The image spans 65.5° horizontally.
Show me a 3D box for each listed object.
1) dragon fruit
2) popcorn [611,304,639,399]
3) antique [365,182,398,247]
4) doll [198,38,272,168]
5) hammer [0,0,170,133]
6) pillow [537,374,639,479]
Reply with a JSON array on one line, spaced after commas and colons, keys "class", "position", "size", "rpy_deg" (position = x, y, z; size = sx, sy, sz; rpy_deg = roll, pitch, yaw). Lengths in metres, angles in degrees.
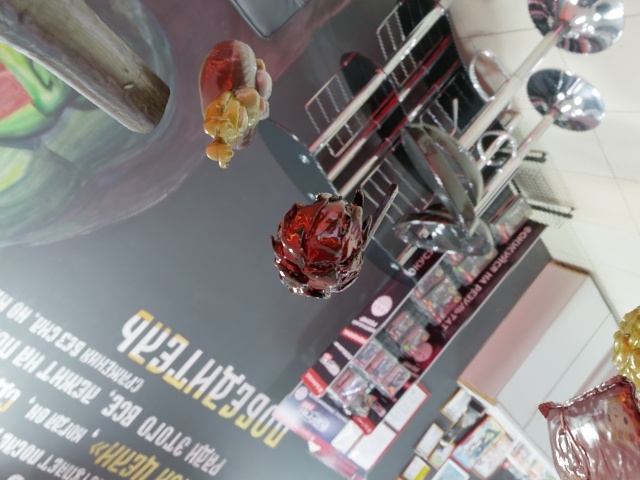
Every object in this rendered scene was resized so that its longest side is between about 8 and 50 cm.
[{"class": "dragon fruit", "position": [-0.001, 0.009, 0.887], "size": [0.182, 0.183, 0.188], "rpy_deg": [-167, 70, -74]}, {"class": "popcorn", "position": [0.548, 0.168, 0.670], "size": [0.251, 0.237, 0.205], "rpy_deg": [46, 146, 24]}, {"class": "antique", "position": [0.106, -0.031, 0.993], "size": [0.015, 0.192, 0.031], "rpy_deg": [26, 165, 20]}, {"class": "doll", "position": [-0.110, -0.167, 0.643], "size": [0.096, 0.188, 0.145], "rpy_deg": [-1, 153, 0]}, {"class": "hammer", "position": [-0.194, -0.150, 0.354], "size": [0.096, 0.242, 0.409], "rpy_deg": [15, 178, -2]}, {"class": "pillow", "position": [0.294, 0.215, 0.526], "size": [0.185, 0.043, 0.118], "rpy_deg": [106, 156, -63]}]
